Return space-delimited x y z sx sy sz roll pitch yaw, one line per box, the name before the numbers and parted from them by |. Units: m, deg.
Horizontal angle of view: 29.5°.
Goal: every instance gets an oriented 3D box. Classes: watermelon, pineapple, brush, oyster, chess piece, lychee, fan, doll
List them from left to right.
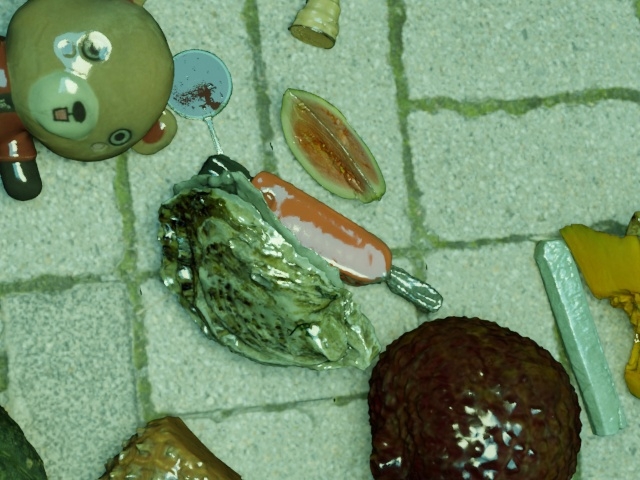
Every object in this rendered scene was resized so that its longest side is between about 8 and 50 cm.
doll | -0.322 -0.163 1.315 0.330 0.174 0.235 -13 118 -8
pineapple | -0.210 0.330 1.305 0.158 0.158 0.278 40 88 -5
fan | -0.137 -0.159 1.420 0.085 0.005 0.133 -19 88 -11
oyster | -0.066 0.042 1.338 0.267 0.198 0.112 59 41 -13
brush | 0.000 0.000 1.412 0.323 0.051 0.070 31 75 -3
watermelon | 0.007 -0.102 1.411 0.069 0.087 0.163 -39 92 21
chess piece | 0.019 -0.315 1.435 0.060 0.060 0.172 22 80 -7
lychee | 0.168 0.209 1.323 0.261 0.260 0.260 1 86 -10

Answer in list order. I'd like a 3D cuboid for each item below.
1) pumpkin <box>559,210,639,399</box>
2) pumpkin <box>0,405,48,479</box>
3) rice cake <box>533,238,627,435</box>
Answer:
pumpkin | 0.397 0.067 1.419 0.126 0.131 0.248 -30 106 -21
pumpkin | -0.439 0.269 1.208 0.328 0.257 0.291 -20 46 -19
rice cake | 0.309 0.114 1.455 0.042 0.045 0.245 -17 89 -11
